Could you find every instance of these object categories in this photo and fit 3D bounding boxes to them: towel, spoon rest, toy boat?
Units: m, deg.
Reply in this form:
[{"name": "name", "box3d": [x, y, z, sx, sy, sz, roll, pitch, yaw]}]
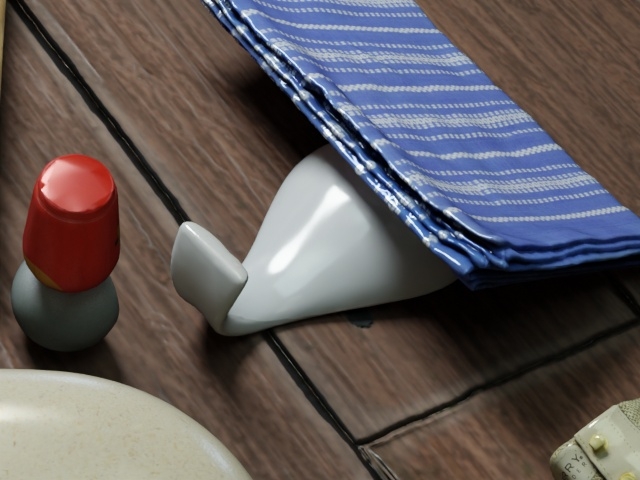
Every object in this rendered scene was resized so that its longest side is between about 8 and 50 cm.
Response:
[{"name": "towel", "box3d": [0.079, -0.093, 1.213, 0.243, 0.040, 0.336, -5, 45, -50]}, {"name": "spoon rest", "box3d": [0.000, 0.000, 1.137, 0.137, 0.084, 0.276, 44, 36, 19]}, {"name": "toy boat", "box3d": [-0.150, 0.112, 0.934, 0.267, 0.148, 0.318, 9, 54, -7]}]

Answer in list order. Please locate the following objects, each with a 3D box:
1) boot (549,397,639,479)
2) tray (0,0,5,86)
[{"name": "boot", "box3d": [0.199, 0.203, 0.997, 0.262, 0.095, 0.203, -27, 63, -39]}, {"name": "tray", "box3d": [-0.301, -0.191, 1.120, 0.203, 0.076, 0.411, 40, 32, -39]}]
